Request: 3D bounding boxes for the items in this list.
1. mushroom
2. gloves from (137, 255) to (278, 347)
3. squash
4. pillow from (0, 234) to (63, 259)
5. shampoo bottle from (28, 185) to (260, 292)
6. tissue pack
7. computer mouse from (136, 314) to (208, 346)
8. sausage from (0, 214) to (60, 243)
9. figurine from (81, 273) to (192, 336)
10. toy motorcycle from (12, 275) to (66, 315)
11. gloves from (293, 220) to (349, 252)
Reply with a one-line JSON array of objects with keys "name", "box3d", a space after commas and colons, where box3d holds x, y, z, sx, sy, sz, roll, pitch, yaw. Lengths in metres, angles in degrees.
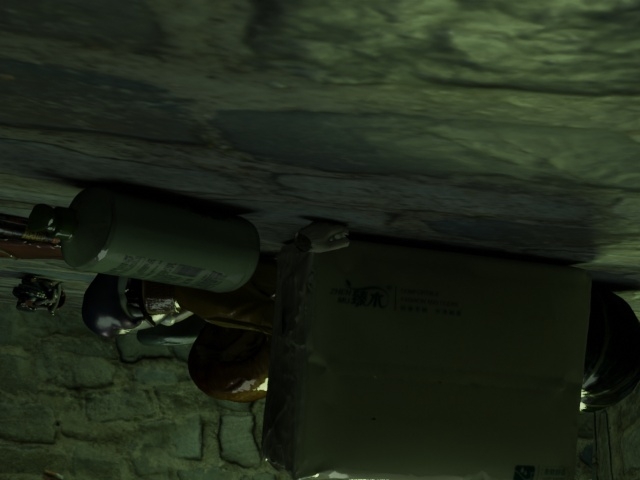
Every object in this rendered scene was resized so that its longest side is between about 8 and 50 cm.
[{"name": "mushroom", "box3d": [-0.136, 0.201, 1.773, 0.195, 0.263, 0.283, 31, 134, -5]}, {"name": "gloves", "box3d": [-0.111, 0.090, 1.339, 0.331, 0.141, 0.154, 13, 148, 13]}, {"name": "squash", "box3d": [0.369, 0.169, 1.382, 0.252, 0.165, 0.252, 7, 149, 4]}, {"name": "pillow", "box3d": [-0.465, 0.008, 1.300, 0.232, 0.043, 0.126, 3, 170, 9]}, {"name": "shampoo bottle", "box3d": [-0.186, -0.003, 0.922, 0.234, 0.087, 0.118, 12, 168, -40]}, {"name": "tissue pack", "box3d": [0.129, 0.161, 1.142, 0.380, 0.297, 0.207, 6, 174, -15]}, {"name": "computer mouse", "box3d": [-0.242, 0.180, 2.066, 0.370, 0.122, 0.188, 2, 177, -32]}, {"name": "sausage", "box3d": [-0.351, -0.009, 1.184, 0.198, 0.025, 0.028, 11, 172, -39]}, {"name": "figurine", "box3d": [-0.306, 0.093, 1.485, 0.145, 0.145, 0.222, 1, 172, 26]}, {"name": "toy motorcycle", "box3d": [-0.644, 0.129, 2.064, 0.122, 0.082, 0.213, 9, 172, -21]}, {"name": "gloves", "box3d": [0.001, -0.002, 0.980, 0.044, 0.037, 0.081, 40, -152, 27]}]
